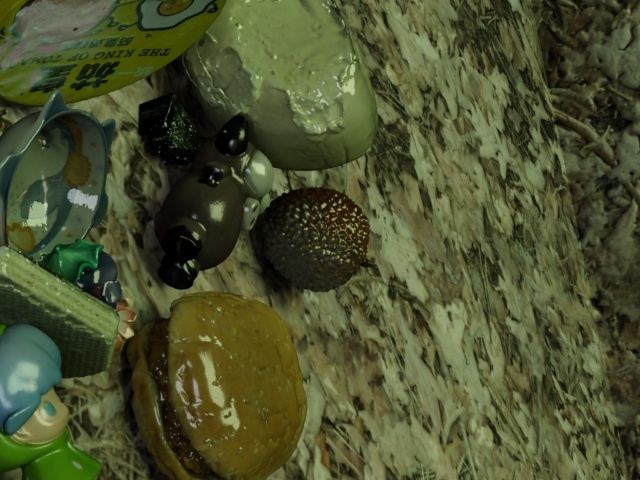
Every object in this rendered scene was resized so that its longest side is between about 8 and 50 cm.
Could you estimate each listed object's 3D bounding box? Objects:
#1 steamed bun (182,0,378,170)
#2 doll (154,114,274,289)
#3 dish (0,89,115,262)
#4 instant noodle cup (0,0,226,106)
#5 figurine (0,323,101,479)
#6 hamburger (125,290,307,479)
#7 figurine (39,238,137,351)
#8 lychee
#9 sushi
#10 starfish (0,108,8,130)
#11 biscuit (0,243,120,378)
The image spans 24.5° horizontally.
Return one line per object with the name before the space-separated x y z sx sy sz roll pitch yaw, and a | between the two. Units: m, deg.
steamed bun | -0.071 -0.239 2.193 0.334 0.233 0.312 62 -7 23
doll | -0.148 -0.052 2.035 0.117 0.182 0.257 26 44 8
dish | -0.334 -0.076 1.721 0.228 0.086 0.236 -62 158 -24
instant noodle cup | -0.302 -0.352 1.780 0.325 0.325 0.254 7 53 -61
figurine | -0.310 0.202 1.542 0.263 0.143 0.162 59 8 -8
hamburger | -0.123 0.193 1.927 0.283 0.145 0.259 -2 71 -68
figurine | -0.266 0.068 1.728 0.195 0.111 0.102 69 15 -57
lychee | 0.000 0.000 2.258 0.197 0.165 0.165 27 48 -35
sushi | -0.211 -0.148 2.087 0.083 0.056 0.084 45 34 -53
starfish | -0.410 -0.163 1.747 0.091 0.028 0.078 57 22 -20
biscuit | -0.317 0.088 1.621 0.252 0.150 0.052 39 47 -48
